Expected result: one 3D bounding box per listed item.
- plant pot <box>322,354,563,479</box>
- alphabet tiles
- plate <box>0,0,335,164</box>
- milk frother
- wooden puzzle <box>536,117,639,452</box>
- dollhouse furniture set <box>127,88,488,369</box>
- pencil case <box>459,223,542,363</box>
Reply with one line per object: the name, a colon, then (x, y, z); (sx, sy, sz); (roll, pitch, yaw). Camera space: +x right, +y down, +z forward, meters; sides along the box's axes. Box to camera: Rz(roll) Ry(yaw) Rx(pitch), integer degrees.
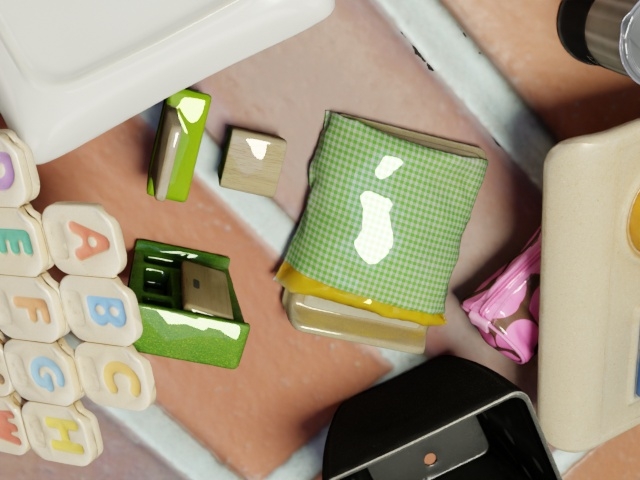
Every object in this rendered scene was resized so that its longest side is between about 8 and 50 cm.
plant pot: (0.109, 0.214, 0.968); (0.187, 0.167, 0.188); (-26, 110, 0)
alphabet tiles: (-0.260, 0.050, 0.840); (0.278, 0.021, 0.284); (3, 113, 29)
plate: (-0.167, -0.239, 0.794); (0.278, 0.045, 0.277); (-27, 94, 0)
milk frother: (0.284, -0.206, 0.870); (0.129, 0.135, 0.143); (0, 109, -10)
wooden puzzle: (0.358, 0.020, 0.922); (0.348, 0.080, 0.322); (-17, 123, -19)
dollhouse furniture set: (0.000, 0.000, 0.884); (0.302, 0.151, 0.197); (12, 106, -13)
pencil case: (0.220, 0.016, 0.958); (0.209, 0.098, 0.095); (-49, 66, 6)
